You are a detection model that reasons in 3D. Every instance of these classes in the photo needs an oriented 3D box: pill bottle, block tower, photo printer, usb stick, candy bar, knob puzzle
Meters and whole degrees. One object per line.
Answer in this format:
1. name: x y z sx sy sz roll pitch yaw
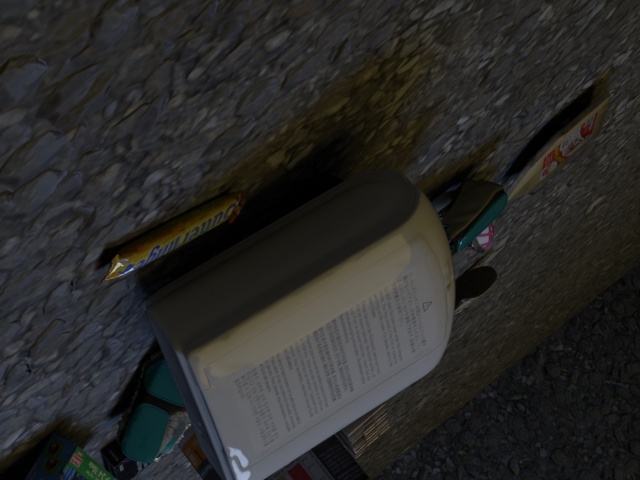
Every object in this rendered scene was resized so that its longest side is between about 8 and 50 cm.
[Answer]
1. pill bottle: -0.035 0.298 1.693 0.162 0.278 0.162 -37 168 -9
2. block tower: 0.063 0.311 2.497 0.097 0.091 0.335 -39 166 -8
3. photo printer: -0.002 0.082 1.388 0.307 0.107 0.256 -31 138 -15
4. usb stick: 0.000 0.000 1.517 0.077 0.045 0.278 -31 164 -8
5. candy bar: -0.129 -0.004 1.221 0.161 0.018 0.040 -29 161 -39
6. knob puzzle: 0.336 -0.131 2.038 0.213 0.030 0.213 -39 166 -12

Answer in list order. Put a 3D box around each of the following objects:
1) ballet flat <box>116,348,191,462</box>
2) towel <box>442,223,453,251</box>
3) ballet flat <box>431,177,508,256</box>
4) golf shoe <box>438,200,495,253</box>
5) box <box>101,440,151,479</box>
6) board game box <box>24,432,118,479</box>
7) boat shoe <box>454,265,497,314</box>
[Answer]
1. ballet flat: -0.160 0.157 1.526 0.241 0.091 0.077 -49 -165 42
2. towel: 0.007 0.085 1.637 0.243 0.040 0.336 -26 171 -21
3. ballet flat: 0.149 -0.001 1.791 0.248 0.086 0.086 -45 170 -37
4. golf shoe: 0.226 -0.033 1.963 0.086 0.067 0.186 -44 165 4
5. box: -0.197 0.237 1.725 0.162 0.029 0.116 -36 165 -17
6. board game box: -0.303 0.327 1.493 0.211 0.039 0.160 -59 159 -16
7. boat shoe: 0.252 0.090 2.440 0.135 0.050 0.045 -34 171 12
